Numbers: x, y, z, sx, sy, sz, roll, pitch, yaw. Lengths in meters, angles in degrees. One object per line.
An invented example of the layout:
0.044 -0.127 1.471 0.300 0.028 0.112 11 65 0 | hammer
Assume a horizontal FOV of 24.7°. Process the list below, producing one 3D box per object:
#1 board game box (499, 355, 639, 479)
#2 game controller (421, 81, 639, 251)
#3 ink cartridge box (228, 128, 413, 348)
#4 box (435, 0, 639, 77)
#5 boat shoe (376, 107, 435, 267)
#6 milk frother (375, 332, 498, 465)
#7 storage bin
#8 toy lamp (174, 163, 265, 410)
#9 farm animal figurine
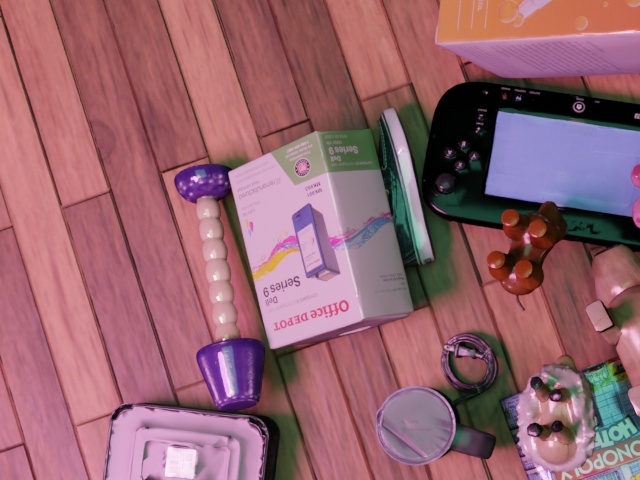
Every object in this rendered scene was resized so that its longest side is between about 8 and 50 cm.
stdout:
0.318 0.232 1.591 0.194 0.060 0.194 -21 81 5 | board game box
0.277 -0.082 1.628 0.319 0.067 0.166 9 85 8 | game controller
0.000 0.000 1.609 0.154 0.093 0.212 -20 81 44 | ink cartridge box
0.316 -0.295 1.530 0.345 0.168 0.215 2 83 34 | box
0.070 -0.055 1.653 0.083 0.065 0.183 -13 83 7 | boat shoe
0.129 0.170 1.585 0.129 0.135 0.143 -1 83 7 | milk frother
-0.144 0.249 1.639 0.180 0.084 0.122 5 85 7 | storage bin
-0.110 0.053 1.637 0.080 0.080 0.274 -10 70 6 | toy lamp
0.352 0.062 1.507 0.330 0.172 0.326 -11 71 18 | farm animal figurine
